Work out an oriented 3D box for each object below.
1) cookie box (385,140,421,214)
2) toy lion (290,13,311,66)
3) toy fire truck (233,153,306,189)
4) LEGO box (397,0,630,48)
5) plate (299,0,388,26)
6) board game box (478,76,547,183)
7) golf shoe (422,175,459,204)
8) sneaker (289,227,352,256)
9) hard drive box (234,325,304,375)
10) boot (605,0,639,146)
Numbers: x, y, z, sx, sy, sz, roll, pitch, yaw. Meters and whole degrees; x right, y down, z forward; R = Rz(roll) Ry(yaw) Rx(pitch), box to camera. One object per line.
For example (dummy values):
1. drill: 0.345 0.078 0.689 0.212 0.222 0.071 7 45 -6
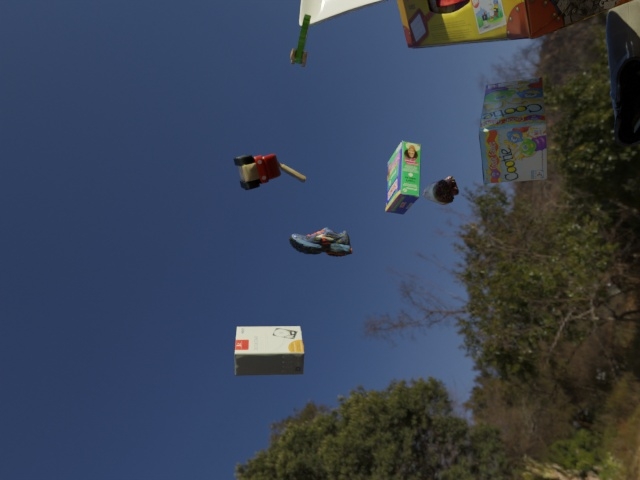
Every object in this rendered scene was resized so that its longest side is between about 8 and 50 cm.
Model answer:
1. cookie box: 0.153 -0.115 0.914 0.092 0.040 0.107 119 157 -70
2. toy lion: -0.037 -0.423 1.033 0.100 0.034 0.096 -103 26 -78
3. toy fire truck: -0.180 -0.260 1.832 0.246 0.217 0.159 -17 -77 -11
4. LEGO box: 0.422 -0.557 1.012 0.372 0.500 0.193 -22 -67 -7
5. plate: 0.089 -0.615 1.090 0.045 0.277 0.278 29 -121 -57
6. board game box: 0.477 -0.274 1.207 0.275 0.142 0.144 -64 -36 -47
7. golf shoe: 0.317 -0.125 1.326 0.186 0.085 0.068 -23 -88 -62
8. sneaker: 0.000 0.000 1.602 0.221 0.083 0.087 8 -107 -26
9. hard drive box: -0.179 0.382 1.709 0.181 0.232 0.089 -111 23 -68
10. boot: 0.681 -0.377 1.056 0.222 0.118 0.338 -17 -83 -54
